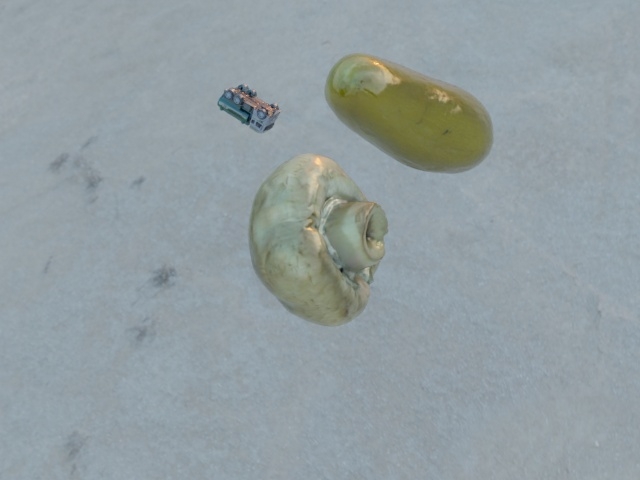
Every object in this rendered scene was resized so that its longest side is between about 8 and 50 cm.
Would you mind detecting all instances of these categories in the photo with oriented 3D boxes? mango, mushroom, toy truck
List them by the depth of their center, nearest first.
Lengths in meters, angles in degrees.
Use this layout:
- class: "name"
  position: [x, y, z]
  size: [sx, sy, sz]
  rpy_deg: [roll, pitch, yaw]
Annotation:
- class: "mushroom"
  position: [0.000, 0.000, 0.572]
  size: [0.112, 0.148, 0.148]
  rpy_deg: [-2, 52, 34]
- class: "toy truck"
  position: [-0.097, -0.177, 0.903]
  size: [0.083, 0.044, 0.039]
  rpy_deg: [34, 37, 12]
- class: "mango"
  position: [0.131, -0.193, 1.012]
  size: [0.195, 0.331, 0.142]
  rpy_deg: [40, 107, 53]
